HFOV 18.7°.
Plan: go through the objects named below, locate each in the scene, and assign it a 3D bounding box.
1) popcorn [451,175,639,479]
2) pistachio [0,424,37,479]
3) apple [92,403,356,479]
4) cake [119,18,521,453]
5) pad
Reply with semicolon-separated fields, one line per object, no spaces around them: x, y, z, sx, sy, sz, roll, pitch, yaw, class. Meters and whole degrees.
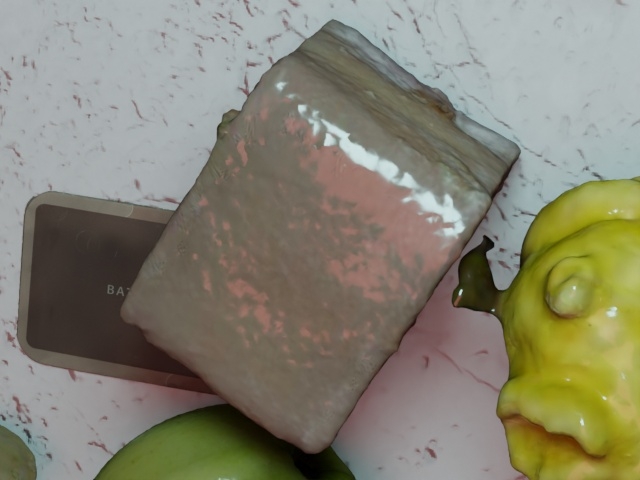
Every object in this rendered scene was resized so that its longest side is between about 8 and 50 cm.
0.268;0.095;1.608;0.281;0.316;0.297;4;99;32;popcorn
-0.372;0.220;1.896;0.206;0.131;0.129;15;151;4;pistachio
-0.094;0.283;1.785;0.279;0.279;0.279;3;104;13;apple
0.000;0.000;1.689;0.230;0.237;0.309;33;110;6;cake
-0.163;0.053;1.860;0.266;0.002;0.176;9;105;11;pad
